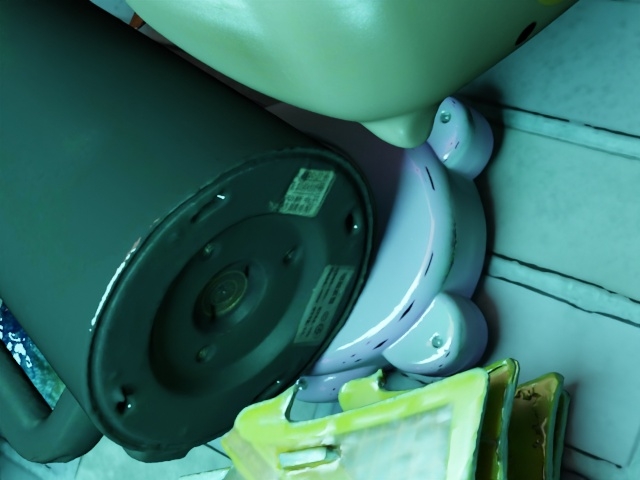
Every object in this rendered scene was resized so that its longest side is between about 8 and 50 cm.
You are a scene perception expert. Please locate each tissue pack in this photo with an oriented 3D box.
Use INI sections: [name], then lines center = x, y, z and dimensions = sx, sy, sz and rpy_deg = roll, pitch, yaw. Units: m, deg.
[tissue pack]
center = 0.053, -0.247, 0.585
dimensions = 0.387, 0.277, 0.267
rpy_deg = -40, 45, -25

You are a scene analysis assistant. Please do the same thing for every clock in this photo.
[clock]
center = 0.000, 0.000, 0.743
dimensions = 0.247, 0.090, 0.228
rpy_deg = -2, 80, 33

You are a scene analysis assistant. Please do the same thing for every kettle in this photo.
[kettle]
center = -0.144, -0.014, 0.692
dimensions = 0.308, 0.203, 0.262
rpy_deg = 37, 138, 34

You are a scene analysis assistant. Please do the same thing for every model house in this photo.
[model house]
center = 0.059, 0.227, 0.573
dimensions = 0.357, 0.242, 0.313
rpy_deg = 44, 104, 34

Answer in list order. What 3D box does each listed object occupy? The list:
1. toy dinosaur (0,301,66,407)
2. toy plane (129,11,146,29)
[toy dinosaur]
center = -0.221, 0.066, 0.856
dimensions = 0.076, 0.147, 0.363
rpy_deg = 14, 81, 35
[toy plane]
center = -0.078, -0.236, 0.856
dimensions = 0.189, 0.061, 0.130
rpy_deg = -30, 36, 24
